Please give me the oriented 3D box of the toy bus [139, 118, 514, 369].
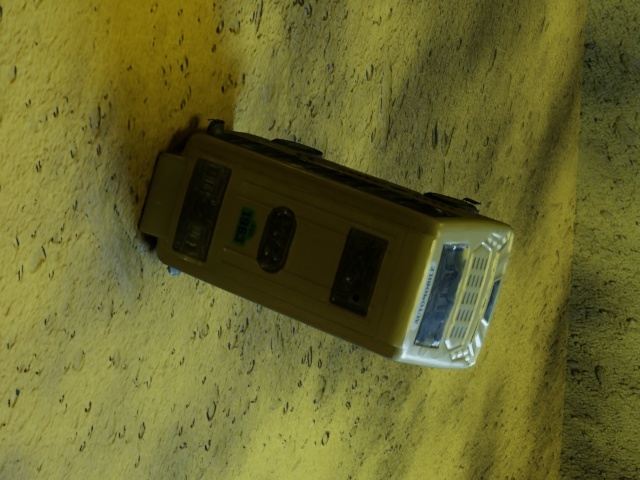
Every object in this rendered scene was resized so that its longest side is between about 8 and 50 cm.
[{"bbox_3d":[0.000,0.000,1.922,0.202,0.365,0.177,5,103,-56],"label":"toy bus"}]
